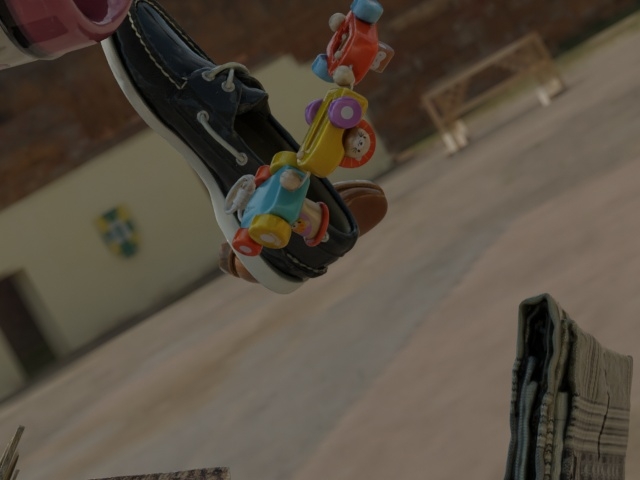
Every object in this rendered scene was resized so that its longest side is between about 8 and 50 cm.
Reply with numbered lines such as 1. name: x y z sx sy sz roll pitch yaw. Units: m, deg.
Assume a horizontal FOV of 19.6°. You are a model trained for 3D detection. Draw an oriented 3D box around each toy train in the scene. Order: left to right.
1. toy train: 0.002 -0.062 1.131 0.166 0.046 0.125 -57 17 20

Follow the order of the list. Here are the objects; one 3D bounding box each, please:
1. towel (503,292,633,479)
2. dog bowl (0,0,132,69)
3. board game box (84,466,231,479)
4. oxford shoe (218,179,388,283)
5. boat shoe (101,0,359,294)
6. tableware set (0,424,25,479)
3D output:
1. towel: 0.189 0.214 1.379 0.056 0.312 0.324 5 -9 20
2. dog bowl: -0.234 -0.315 1.359 0.150 0.407 0.408 1 8 9
3. board game box: -0.176 0.368 1.802 0.141 0.232 0.291 -3 -18 -20
4. oxford shoe: 0.000 0.000 1.883 0.212 0.076 0.076 -27 38 -36
5. boat shoe: -0.076 -0.100 1.599 0.091 0.302 0.114 -35 4 29
6. tableware set: -0.240 0.206 1.157 0.128 0.039 0.194 117 174 -67
